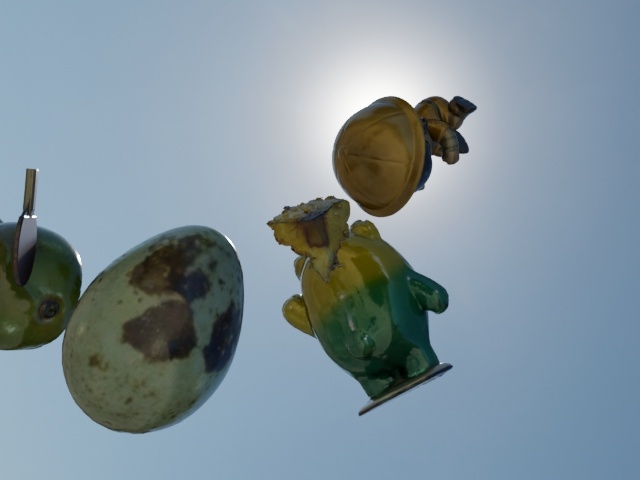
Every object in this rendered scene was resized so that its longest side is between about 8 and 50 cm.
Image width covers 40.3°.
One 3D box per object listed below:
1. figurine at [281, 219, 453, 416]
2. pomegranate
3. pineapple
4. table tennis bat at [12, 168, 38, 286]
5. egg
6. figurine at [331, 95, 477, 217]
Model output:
[{"bbox_3d":[0.088,0.140,1.672,0.323,0.231,0.340,-34,-105,23],"label":"figurine"},{"bbox_3d":[-0.468,0.038,1.287,0.190,0.159,0.241,-24,-122,23],"label":"pomegranate"},{"bbox_3d":[0.000,0.000,1.140,0.114,0.114,0.077,70,-16,-6],"label":"pineapple"},{"bbox_3d":[-0.392,-0.017,1.163,0.095,0.014,0.158,-160,-104,-86],"label":"table tennis bat"},{"bbox_3d":[-0.165,0.089,0.895,0.169,0.169,0.231,30,-92,41],"label":"egg"},{"bbox_3d":[0.126,-0.151,1.400,0.167,0.257,0.192,42,-46,12],"label":"figurine"}]
